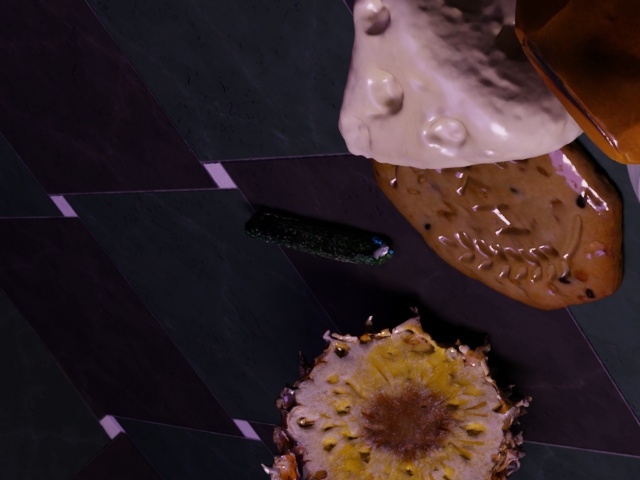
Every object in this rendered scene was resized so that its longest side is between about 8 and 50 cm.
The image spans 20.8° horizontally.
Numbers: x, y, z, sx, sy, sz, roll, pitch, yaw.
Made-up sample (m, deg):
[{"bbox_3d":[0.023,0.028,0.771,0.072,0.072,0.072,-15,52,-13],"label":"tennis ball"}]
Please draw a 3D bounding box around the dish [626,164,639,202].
[{"bbox_3d":[0.391,-0.043,1.623,0.316,0.106,0.316,32,151,21],"label":"dish"}]

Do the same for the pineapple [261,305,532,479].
[{"bbox_3d":[0.103,0.288,2.253,0.352,0.352,0.300,32,158,20],"label":"pineapple"}]

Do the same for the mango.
[{"bbox_3d":[0.267,-0.179,1.523,0.236,0.166,0.136,53,178,17],"label":"mango"}]

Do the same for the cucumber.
[{"bbox_3d":[-0.001,0.000,2.280,0.257,0.043,0.044,13,145,43],"label":"cucumber"}]

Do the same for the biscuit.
[{"bbox_3d":[0.188,-0.056,1.948,0.359,0.046,0.359,31,150,20],"label":"biscuit"}]

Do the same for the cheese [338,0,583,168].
[{"bbox_3d":[0.144,-0.181,1.688,0.248,0.173,0.251,21,133,26],"label":"cheese"}]
